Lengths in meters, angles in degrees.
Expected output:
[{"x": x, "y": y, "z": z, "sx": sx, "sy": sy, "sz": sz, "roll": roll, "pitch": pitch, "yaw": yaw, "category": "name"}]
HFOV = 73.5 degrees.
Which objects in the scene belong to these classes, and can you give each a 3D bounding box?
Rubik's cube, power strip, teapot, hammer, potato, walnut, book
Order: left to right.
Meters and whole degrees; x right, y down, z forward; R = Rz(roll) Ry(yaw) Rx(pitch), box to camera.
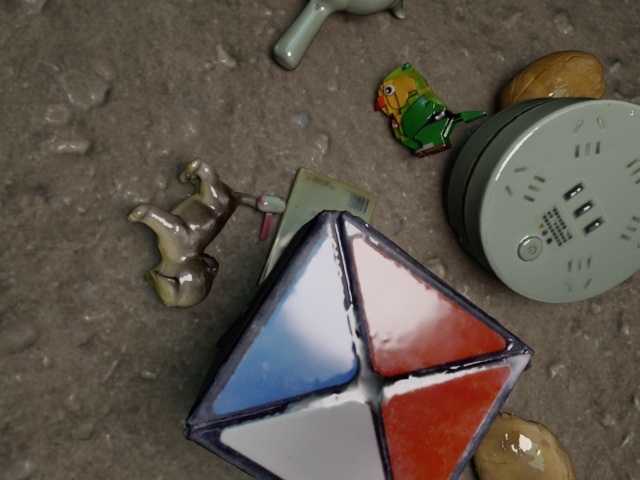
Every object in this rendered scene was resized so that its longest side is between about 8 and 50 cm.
[{"x": -0.091, "y": -0.038, "z": 0.751, "sx": 0.052, "sy": 0.031, "sz": 0.083, "roll": 6, "pitch": 107, "yaw": -32, "category": "hammer"}, {"x": 0.000, "y": 0.000, "z": 0.774, "sx": 0.161, "sy": 0.026, "sz": 0.231, "roll": 21, "pitch": 79, "yaw": -8, "category": "book"}, {"x": 0.021, "y": -0.480, "z": 0.778, "sx": 0.318, "sy": 0.149, "sz": 0.220, "roll": -31, "pitch": 97, "yaw": -15, "category": "teapot"}, {"x": 0.036, "y": 0.160, "z": 0.601, "sx": 0.307, "sy": 0.310, "sz": 0.305, "roll": 34, "pitch": 82, "yaw": -7, "category": "Rubik's cube"}, {"x": 0.365, "y": 0.407, "z": 0.748, "sx": 0.235, "sy": 0.128, "sz": 0.161, "roll": 44, "pitch": 98, "yaw": 10, "category": "potato"}, {"x": 0.453, "y": -0.278, "z": 0.840, "sx": 0.197, "sy": 0.165, "sz": 0.165, "roll": -29, "pitch": 90, "yaw": -17, "category": "walnut"}, {"x": 0.413, "y": -0.079, "z": 0.735, "sx": 0.357, "sy": 0.161, "sz": 0.358, "roll": -1, "pitch": 109, "yaw": -4, "category": "power strip"}]

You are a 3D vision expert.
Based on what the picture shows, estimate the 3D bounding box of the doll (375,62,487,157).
[{"x": 0.190, "y": -0.242, "z": 0.800, "sx": 0.186, "sy": 0.106, "sz": 0.134, "roll": 46, "pitch": 117, "yaw": 12, "category": "doll"}]

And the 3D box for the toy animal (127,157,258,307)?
[{"x": -0.215, "y": -0.016, "z": 0.688, "sx": 0.168, "sy": 0.121, "sz": 0.233, "roll": 38, "pitch": 66, "yaw": -22, "category": "toy animal"}]
